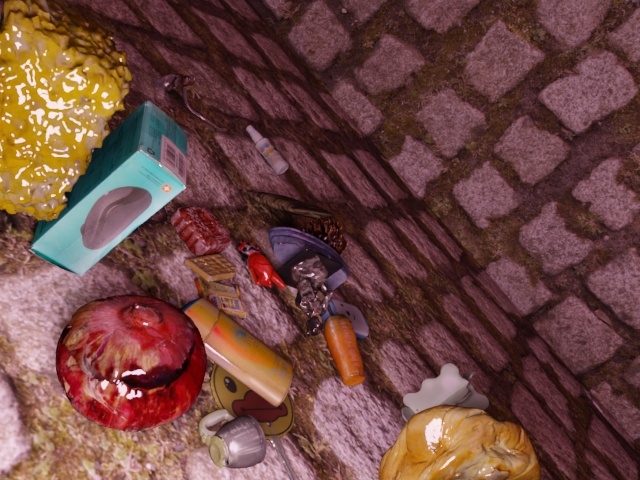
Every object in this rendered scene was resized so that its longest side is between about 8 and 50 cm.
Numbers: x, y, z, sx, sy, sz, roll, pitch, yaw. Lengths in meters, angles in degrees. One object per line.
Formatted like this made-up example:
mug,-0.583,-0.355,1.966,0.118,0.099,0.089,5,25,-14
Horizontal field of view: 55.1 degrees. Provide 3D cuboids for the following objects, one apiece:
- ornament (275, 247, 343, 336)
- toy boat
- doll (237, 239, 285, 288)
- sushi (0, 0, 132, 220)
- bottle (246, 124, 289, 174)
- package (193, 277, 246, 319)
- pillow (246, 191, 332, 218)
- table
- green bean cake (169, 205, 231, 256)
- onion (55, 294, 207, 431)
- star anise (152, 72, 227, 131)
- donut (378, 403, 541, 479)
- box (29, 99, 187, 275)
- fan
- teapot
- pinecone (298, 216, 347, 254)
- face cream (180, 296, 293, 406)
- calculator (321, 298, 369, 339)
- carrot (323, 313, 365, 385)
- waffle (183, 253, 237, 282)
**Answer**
ornament,-0.015,0.160,1.662,0.166,0.153,0.196,24,41,-41
toy boat,-0.039,0.051,1.800,0.283,0.127,0.078,34,31,-29
doll,-0.167,0.061,1.650,0.109,0.057,0.169,13,40,-49
sushi,-0.529,-0.246,1.114,0.240,0.396,0.351,25,20,-34
bottle,-0.200,-0.339,2.258,0.217,0.060,0.060,52,23,12
package,-0.234,0.137,1.446,0.121,0.031,0.108,15,36,-39
pillow,-0.099,-0.112,1.974,0.212,0.052,0.208,21,9,34
table,0.347,0.445,1.707,0.167,0.198,0.166,37,24,-19
green bean cake,-0.303,-0.028,1.569,0.135,0.056,0.136,49,23,12
onion,-0.309,0.192,1.022,0.247,0.190,0.246,20,29,-12
star anise,-0.449,-0.470,2.111,0.148,0.219,0.227,-153,-129,-64
donut,0.297,0.506,1.338,0.360,0.360,0.170,32,28,-29
box,-0.402,-0.100,1.190,0.118,0.311,0.205,42,20,-33
fan,-0.124,0.359,1.287,0.230,0.011,0.335,16,35,-50
teapot,-0.168,0.372,1.127,0.091,0.124,0.092,-5,95,-43
pinecone,0.000,0.000,1.930,0.174,0.173,0.173,37,24,-20
face cream,-0.185,0.228,1.308,0.285,0.067,0.139,39,20,-12
calculator,0.060,0.225,1.793,0.210,0.039,0.121,23,30,-41
carrot,0.063,0.291,1.635,0.087,0.087,0.193,19,45,-47
waffle,-0.261,0.067,1.500,0.092,0.021,0.135,34,18,22
